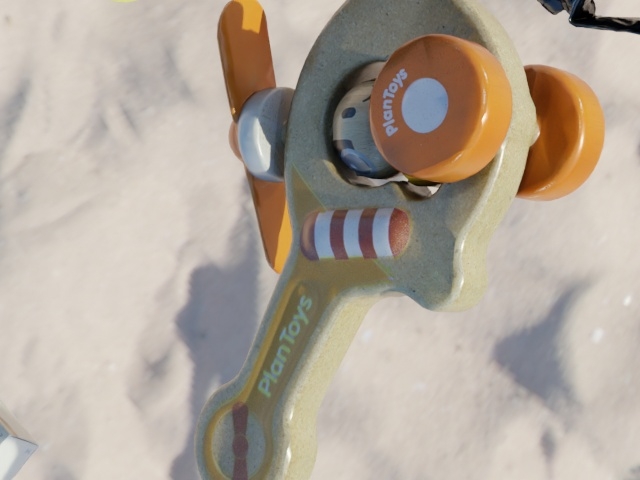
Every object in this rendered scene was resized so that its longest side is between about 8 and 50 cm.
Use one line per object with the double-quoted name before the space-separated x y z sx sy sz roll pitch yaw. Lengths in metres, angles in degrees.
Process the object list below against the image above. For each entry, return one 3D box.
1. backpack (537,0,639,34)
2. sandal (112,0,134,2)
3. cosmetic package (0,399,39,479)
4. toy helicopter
"backpack" 0.191 -0.165 0.899 0.152 0.182 0.115 -25 107 -18
"sandal" -0.040 -0.280 1.077 0.138 0.126 0.317 3 72 46
"cosmetic package" -0.278 0.142 1.507 0.115 0.041 0.060 41 95 34
"toy helicopter" 0.000 0.000 1.201 0.235 0.140 0.355 34 106 34
